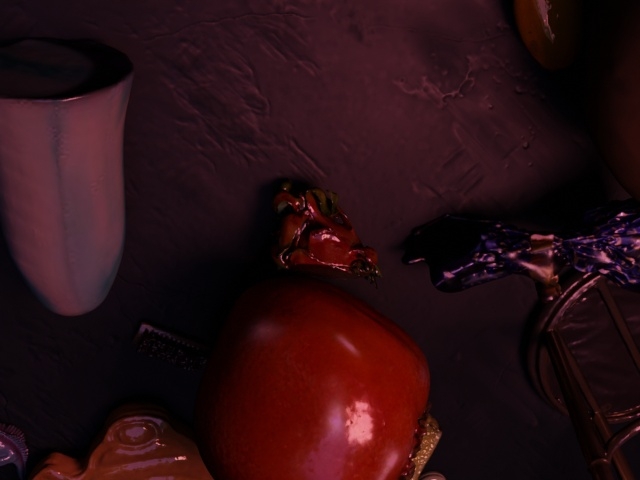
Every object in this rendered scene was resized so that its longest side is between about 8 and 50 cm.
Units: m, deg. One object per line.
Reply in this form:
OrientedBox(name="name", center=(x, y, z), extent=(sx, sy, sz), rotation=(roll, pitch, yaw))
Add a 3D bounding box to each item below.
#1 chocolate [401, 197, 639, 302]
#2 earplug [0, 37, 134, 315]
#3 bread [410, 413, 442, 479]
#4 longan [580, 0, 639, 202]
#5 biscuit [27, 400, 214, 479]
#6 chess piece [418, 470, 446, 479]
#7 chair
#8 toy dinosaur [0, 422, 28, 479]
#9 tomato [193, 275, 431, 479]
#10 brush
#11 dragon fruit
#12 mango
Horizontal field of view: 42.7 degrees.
OrientedBox(name="chocolate", center=(0.275, 0.015, 1.072), extent=(0.343, 0.148, 0.126), rotation=(-3, 151, 12))
OrientedBox(name="earplug", center=(-0.302, -0.053, 0.969), extent=(0.185, 0.185, 0.324), rotation=(-3, 123, -9))
OrientedBox(name="bread", center=(0.105, 0.291, 1.223), extent=(0.129, 0.111, 0.114), rotation=(29, 103, -27))
OrientedBox(name="longan", center=(0.469, -0.209, 0.913), extent=(0.404, 0.336, 0.405), rotation=(-2, 94, -43))
OrientedBox(name="biscuit", center=(-0.278, 0.405, 1.227), extent=(0.312, 0.057, 0.351), rotation=(-18, 119, -5))
OrientedBox(name="chess piece", center=(0.188, 0.432, 1.281), extent=(0.059, 0.149, 0.059), rotation=(-3, 116, -6))
OrientedBox(name="chair", center=(0.501, 0.229, 1.097), extent=(0.362, 0.410, 0.365), rotation=(-34, 116, 5))
OrientedBox(name="toy dinosaur", center=(-0.458, 0.296, 1.157), extent=(0.080, 0.045, 0.197), rotation=(-33, 126, -9))
OrientedBox(name="tomato", center=(-0.006, 0.203, 1.036), extent=(0.289, 0.325, 0.293), rotation=(22, 101, 9))
OrientedBox(name="brush", center=(-0.147, 0.177, 1.166), extent=(0.248, 0.036, 0.043), rotation=(24, 117, -20))
OrientedBox(name="dragon fruit", center=(0.000, 0.000, 1.064), extent=(0.138, 0.142, 0.175), rotation=(-12, 98, 34))
OrientedBox(name="mango", center=(0.280, -0.299, 0.999), extent=(0.098, 0.075, 0.190), rotation=(-19, 114, -19))
